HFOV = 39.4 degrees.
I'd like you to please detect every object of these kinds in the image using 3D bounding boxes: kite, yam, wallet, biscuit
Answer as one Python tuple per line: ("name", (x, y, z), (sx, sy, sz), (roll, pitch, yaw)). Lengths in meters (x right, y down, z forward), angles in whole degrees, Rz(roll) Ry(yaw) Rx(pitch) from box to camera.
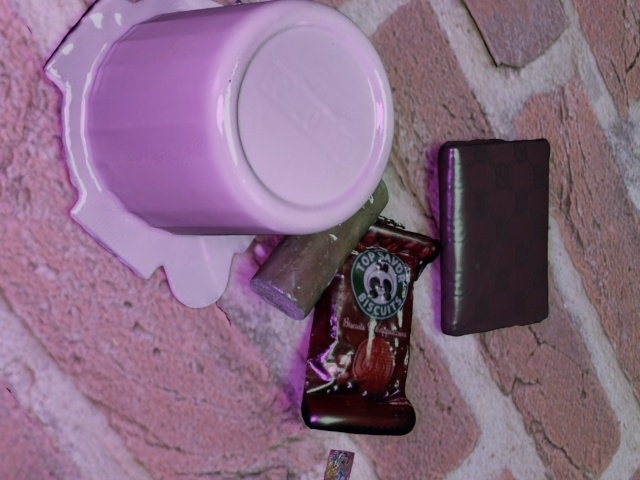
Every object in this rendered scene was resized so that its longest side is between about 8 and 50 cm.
("kite", (0.013, 0.257, 0.960), (0.044, 0.002, 0.078), (43, 67, -30))
("yam", (0.000, 0.000, 0.875), (0.068, 0.068, 0.169), (53, 58, -26))
("wallet", (0.208, -0.006, 1.063), (0.181, 0.049, 0.229), (-7, 98, -36))
("biscuit", (0.051, 0.086, 0.939), (0.151, 0.063, 0.236), (17, 75, -36))

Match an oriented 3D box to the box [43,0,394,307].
("box", (-0.070, -0.076, 0.754), (0.262, 0.206, 0.292), (-4, 96, -37))
